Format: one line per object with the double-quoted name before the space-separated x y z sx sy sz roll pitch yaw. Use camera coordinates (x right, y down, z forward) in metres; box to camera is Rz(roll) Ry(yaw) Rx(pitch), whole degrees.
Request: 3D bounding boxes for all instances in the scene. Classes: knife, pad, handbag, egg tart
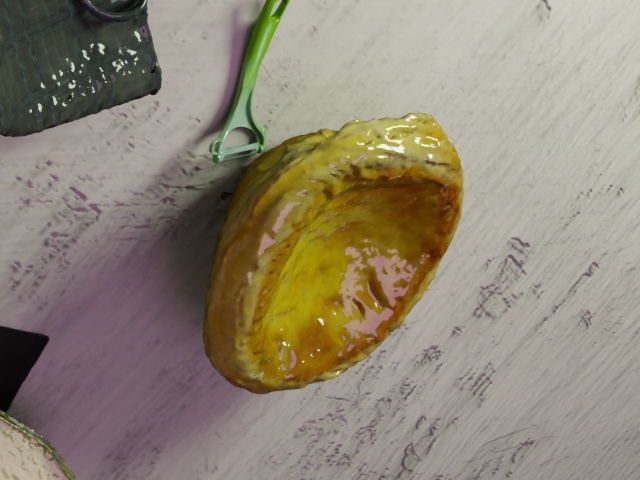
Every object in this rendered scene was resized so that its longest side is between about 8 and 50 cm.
"knife" -0.060 -0.147 0.958 0.078 0.023 0.166 -26 138 -54
"pad" -0.345 0.113 0.952 0.193 0.004 0.116 21 107 -45
"handbag" -0.205 -0.197 0.775 0.175 0.089 0.270 -31 134 -29
"egg tart" 0.000 0.000 1.040 0.319 0.128 0.319 -27 139 -26

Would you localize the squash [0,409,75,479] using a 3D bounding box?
"squash" -0.347 0.218 0.993 0.192 0.085 0.184 -43 108 -6
